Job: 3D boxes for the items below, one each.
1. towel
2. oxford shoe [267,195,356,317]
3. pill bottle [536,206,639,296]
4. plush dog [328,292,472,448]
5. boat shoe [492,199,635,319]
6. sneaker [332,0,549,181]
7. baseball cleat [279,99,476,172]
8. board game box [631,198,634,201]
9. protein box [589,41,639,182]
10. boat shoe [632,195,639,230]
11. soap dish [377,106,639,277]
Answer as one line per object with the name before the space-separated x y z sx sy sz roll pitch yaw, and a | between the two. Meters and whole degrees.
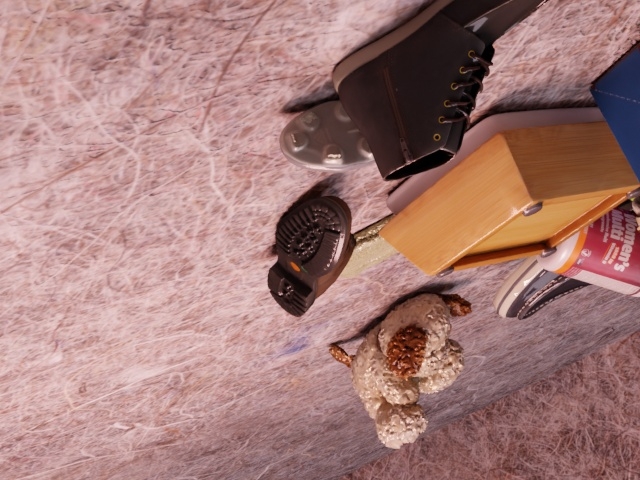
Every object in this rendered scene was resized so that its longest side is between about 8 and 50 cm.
towel | 0.077 0.004 1.602 0.148 0.027 0.110 -27 162 10
oxford shoe | 0.000 0.000 1.433 0.096 0.083 0.227 -41 170 -27
pill bottle | 0.441 0.014 1.806 0.221 0.121 0.121 16 150 -13
plush dog | 0.143 0.178 2.039 0.262 0.210 0.225 -47 171 -49
boat shoe | 0.511 0.011 1.965 0.500 0.156 0.187 -29 165 8
sneaker | 0.127 -0.145 1.056 0.222 0.118 0.083 -31 162 23
baseball cleat | 0.052 -0.100 1.178 0.206 0.072 0.109 -15 168 -17
board game box | 0.590 -0.157 1.719 0.347 0.078 0.233 -29 163 18
protein box | 0.455 -0.137 1.384 0.201 0.200 0.136 -13 161 -34
boat shoe | 0.463 -0.050 1.603 0.103 0.302 0.113 -8 -155 19
soap dish | 0.244 -0.058 1.483 0.291 0.118 0.229 -9 158 -43
